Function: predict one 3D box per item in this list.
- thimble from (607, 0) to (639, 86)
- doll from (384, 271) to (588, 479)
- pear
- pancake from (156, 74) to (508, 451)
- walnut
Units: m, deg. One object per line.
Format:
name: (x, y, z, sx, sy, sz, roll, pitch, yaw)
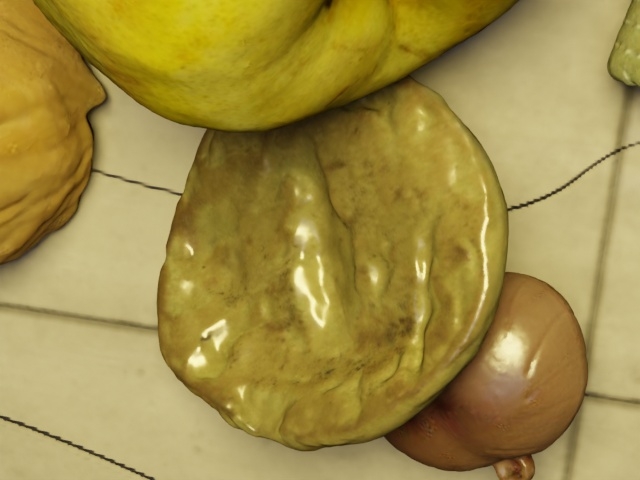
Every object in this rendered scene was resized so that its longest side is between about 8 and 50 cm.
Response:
thimble: (0.211, -0.097, 0.629, 0.110, 0.084, 0.062, 20, 106, 7)
doll: (0.083, 0.044, 0.681, 0.145, 0.096, 0.188, 2, 96, 37)
pear: (-0.024, -0.216, 0.543, 0.304, 0.304, 0.304, 2, 104, 10)
pancake: (0.000, 0.000, 0.672, 0.242, 0.050, 0.242, -6, 81, 37)
walnut: (-0.245, -0.057, 0.698, 0.204, 0.141, 0.238, 32, 109, -3)
